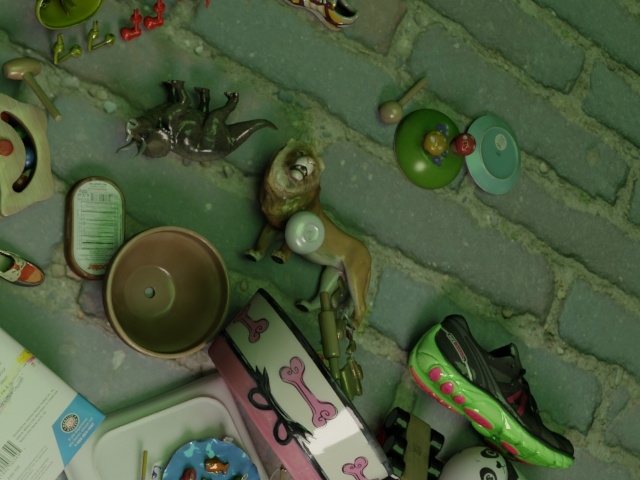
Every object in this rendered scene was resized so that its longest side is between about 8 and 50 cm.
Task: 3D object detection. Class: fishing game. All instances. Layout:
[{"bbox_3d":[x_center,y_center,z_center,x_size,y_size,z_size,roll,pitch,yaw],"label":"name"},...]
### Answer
[{"bbox_3d":[-0.183,0.431,1.605,0.264,0.041,0.189,14,60,-17],"label":"fishing game"}]

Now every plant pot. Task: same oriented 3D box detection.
[{"bbox_3d":[-0.291,0.093,1.672,0.237,0.110,0.237,2,86,-34],"label":"plant pot"}]

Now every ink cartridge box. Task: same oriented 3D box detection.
[{"bbox_3d":[-0.529,0.266,1.467,0.270,0.197,0.198,46,66,-19],"label":"ink cartridge box"}]

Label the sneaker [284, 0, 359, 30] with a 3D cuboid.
[{"bbox_3d":[-0.004,-0.507,1.919,0.186,0.084,0.069,25,73,-26],"label":"sneaker"}]

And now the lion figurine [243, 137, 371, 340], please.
[{"bbox_3d":[0.000,0.000,1.859,0.392,0.142,0.240,50,55,-32],"label":"lion figurine"}]

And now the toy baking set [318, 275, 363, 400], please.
[{"bbox_3d":[0.034,0.176,1.701,0.030,0.197,0.256,-13,71,11],"label":"toy baking set"}]

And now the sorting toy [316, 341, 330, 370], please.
[{"bbox_3d":[0.007,0.239,1.890,0.062,0.012,0.083,-11,91,-30],"label":"sorting toy"}]

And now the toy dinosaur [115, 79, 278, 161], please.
[{"bbox_3d":[-0.240,-0.214,1.753,0.314,0.121,0.160,8,93,-34],"label":"toy dinosaur"}]

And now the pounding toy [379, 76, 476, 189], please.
[{"bbox_3d":[0.253,-0.232,2.026,0.183,0.110,0.236,-37,104,-28],"label":"pounding toy"}]

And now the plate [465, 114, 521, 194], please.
[{"bbox_3d":[0.410,-0.201,2.154,0.188,0.024,0.188,5,81,-35],"label":"plate"}]

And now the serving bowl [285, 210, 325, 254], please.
[{"bbox_3d":[-0.025,-0.013,1.736,0.083,0.027,0.083,-3,97,-31],"label":"serving bowl"}]

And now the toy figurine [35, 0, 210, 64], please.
[{"bbox_3d":[-0.392,-0.507,1.695,0.363,0.191,0.217,-29,69,-22],"label":"toy figurine"}]

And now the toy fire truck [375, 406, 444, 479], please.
[{"bbox_3d":[0.144,0.500,1.867,0.159,0.246,0.217,34,29,-10],"label":"toy fire truck"}]

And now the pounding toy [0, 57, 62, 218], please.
[{"bbox_3d":[-0.527,-0.174,1.538,0.154,0.155,0.269,-7,88,-35],"label":"pounding toy"}]

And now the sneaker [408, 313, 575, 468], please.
[{"bbox_3d":[0.408,0.338,2.016,0.483,0.185,0.202,43,68,-22],"label":"sneaker"}]

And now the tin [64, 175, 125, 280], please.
[{"bbox_3d":[-0.405,-0.023,1.665,0.106,0.040,0.189,1,84,-26],"label":"tin"}]

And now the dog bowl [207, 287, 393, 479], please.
[{"bbox_3d":[-0.048,0.290,1.649,0.150,0.408,0.408,-36,104,-8],"label":"dog bowl"}]

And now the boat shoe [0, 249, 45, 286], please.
[{"bbox_3d":[-0.533,0.042,1.578,0.137,0.043,0.049,29,69,-26],"label":"boat shoe"}]

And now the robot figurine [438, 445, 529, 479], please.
[{"bbox_3d":[0.379,0.561,1.978,0.278,0.209,0.173,44,78,-19],"label":"robot figurine"}]

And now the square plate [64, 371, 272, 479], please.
[{"bbox_3d":[-0.247,0.432,1.630,0.344,0.049,0.347,-17,70,-31],"label":"square plate"}]
